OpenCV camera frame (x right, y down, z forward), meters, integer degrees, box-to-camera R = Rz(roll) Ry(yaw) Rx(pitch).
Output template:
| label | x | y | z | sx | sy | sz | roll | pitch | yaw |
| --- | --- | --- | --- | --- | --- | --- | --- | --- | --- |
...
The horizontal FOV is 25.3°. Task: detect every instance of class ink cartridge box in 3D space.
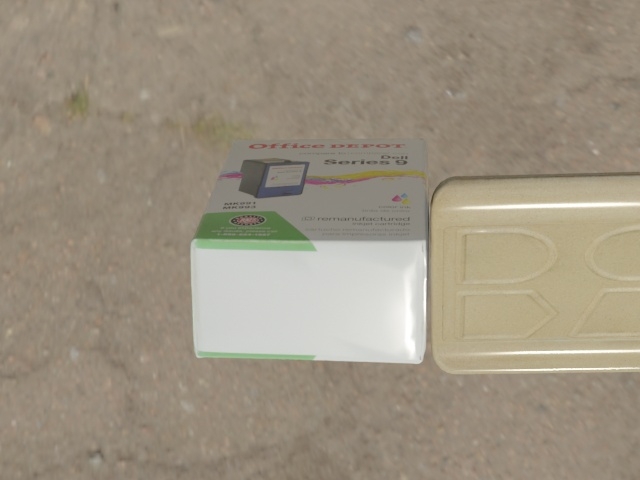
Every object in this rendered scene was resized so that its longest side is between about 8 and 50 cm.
| label | x | y | z | sx | sy | sz | roll | pitch | yaw |
| --- | --- | --- | --- | --- | --- | --- | --- | --- | --- |
| ink cartridge box | 0.000 | 0.000 | 1.012 | 0.154 | 0.212 | 0.093 | 1 | 111 | 5 |

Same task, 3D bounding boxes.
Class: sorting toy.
| label | x | y | z | sx | sy | sz | roll | pitch | yaw |
| --- | --- | --- | --- | --- | --- | --- | --- | --- | --- |
| sorting toy | 0.238 | 0.024 | 1.099 | 0.307 | 0.041 | 0.229 | -1 | 142 | 4 |
